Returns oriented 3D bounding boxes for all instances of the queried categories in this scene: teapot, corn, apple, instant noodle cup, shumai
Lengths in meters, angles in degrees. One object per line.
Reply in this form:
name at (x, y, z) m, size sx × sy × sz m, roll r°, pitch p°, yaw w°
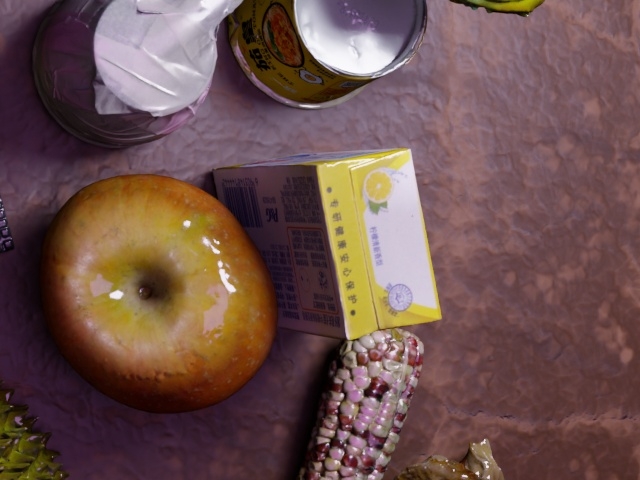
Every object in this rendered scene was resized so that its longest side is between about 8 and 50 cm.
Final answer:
teapot at (-0.147, -0.178, 1.595) m, size 0.221 × 0.178 × 0.163 m, roll -19°, pitch 98°, yaw -21°
corn at (0.029, 0.212, 1.724) m, size 0.092 × 0.092 × 0.280 m, roll 19°, pitch 89°, yaw -20°
apple at (-0.151, 0.049, 1.598) m, size 0.210 × 0.173 × 0.235 m, roll -22°, pitch 86°, yaw 5°
instant noodle cup at (0.014, -0.224, 1.674) m, size 0.182 × 0.144 × 0.182 m, roll -1°, pitch 92°, yaw -21°
shumai at (0.142, 0.284, 1.776) m, size 0.123 × 0.105 × 0.139 m, roll -24°, pitch 90°, yaw 25°

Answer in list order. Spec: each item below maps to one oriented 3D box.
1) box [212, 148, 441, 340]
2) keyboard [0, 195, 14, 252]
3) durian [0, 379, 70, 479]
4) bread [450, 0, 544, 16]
box at (0.000, 0.000, 1.609) m, size 0.097 × 0.265 × 0.168 m, roll -14°, pitch 96°, yaw -23°
keyboard at (-0.393, 0.007, 1.593) m, size 0.204 × 0.013 × 0.061 m, roll -16°, pitch 96°, yaw -20°
durian at (-0.344, 0.227, 1.588) m, size 0.169 × 0.157 × 0.355 m, roll -27°, pitch 102°, yaw 18°
bread at (0.067, -0.339, 1.587) m, size 0.166 × 0.383 × 0.112 m, roll -5°, pitch 127°, yaw -52°
